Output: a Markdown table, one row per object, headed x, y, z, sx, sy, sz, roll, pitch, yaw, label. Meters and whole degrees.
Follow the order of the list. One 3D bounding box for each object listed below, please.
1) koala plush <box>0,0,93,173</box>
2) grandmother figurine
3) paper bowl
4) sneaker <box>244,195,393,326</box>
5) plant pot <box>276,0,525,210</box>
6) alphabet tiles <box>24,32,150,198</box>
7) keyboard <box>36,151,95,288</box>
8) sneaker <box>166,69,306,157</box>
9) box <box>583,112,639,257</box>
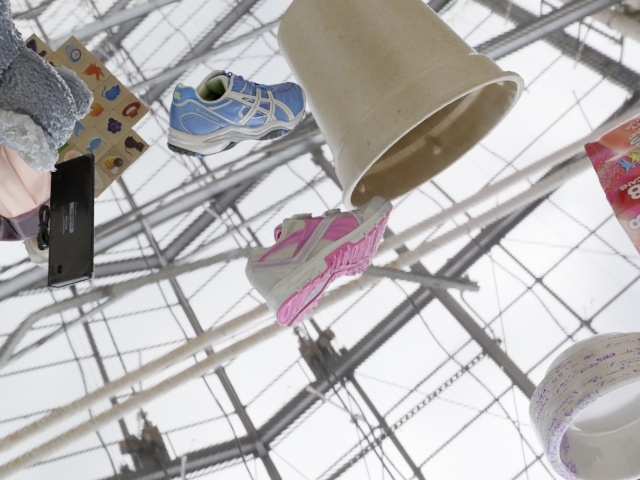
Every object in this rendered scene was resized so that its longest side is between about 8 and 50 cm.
| x | y | z | sx | sy | sz | roll | pitch | yaw | label |
| --- | --- | --- | --- | --- | --- | --- | --- | --- | --- |
| -0.361 | -0.179 | 0.799 | 0.203 | 0.221 | 0.196 | -38 | -155 | 23 | koala plush |
| -0.445 | -0.059 | 1.088 | 0.207 | 0.342 | 0.104 | -20 | -120 | -8 | grandmother figurine |
| 0.489 | 0.267 | 1.217 | 0.284 | 0.284 | 0.148 | -14 | -143 | 1 | paper bowl |
| 0.000 | 0.000 | 0.961 | 0.111 | 0.103 | 0.252 | 39 | -131 | 20 | sneaker |
| 0.096 | -0.263 | 1.167 | 0.333 | 0.334 | 0.305 | -30 | -104 | -14 | plant pot |
| -0.558 | -0.269 | 1.590 | 0.285 | 0.342 | 0.011 | -48 | -166 | -11 | alphabet tiles |
| -0.347 | -0.026 | 0.997 | 0.108 | 0.023 | 0.180 | -13 | -110 | 25 | keyboard |
| -0.093 | -0.165 | 0.879 | 0.080 | 0.081 | 0.211 | 23 | -145 | 33 | sneaker |
| 0.311 | 0.020 | 0.515 | 0.128 | 0.257 | 0.123 | -29 | -158 | 24 | box |
